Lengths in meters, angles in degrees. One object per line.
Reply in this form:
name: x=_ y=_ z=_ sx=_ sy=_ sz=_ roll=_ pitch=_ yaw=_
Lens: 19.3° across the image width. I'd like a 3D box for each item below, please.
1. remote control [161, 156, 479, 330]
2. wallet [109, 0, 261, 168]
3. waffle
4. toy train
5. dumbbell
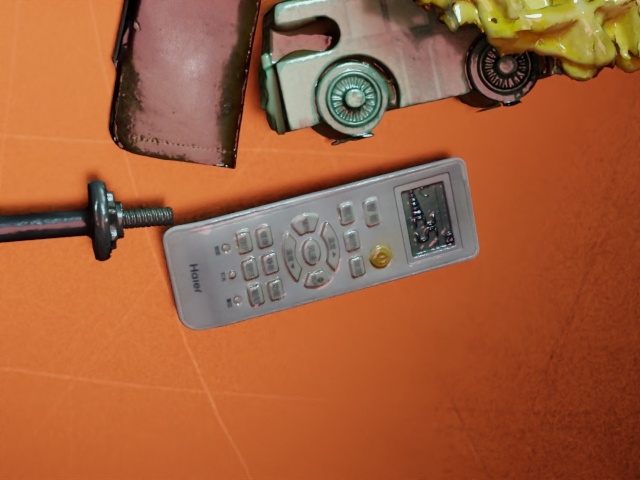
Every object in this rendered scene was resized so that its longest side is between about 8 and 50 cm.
remote control: x=0.000 y=0.000 z=1.876 sx=0.313 sy=0.055 sz=0.109 roll=-14 pitch=108 yaw=-12
wallet: x=-0.128 y=-0.204 z=1.828 sx=0.137 sy=0.031 sz=0.255 roll=9 pitch=96 yaw=-8
waffle: x=0.206 y=-0.339 z=1.761 sx=0.382 sy=0.095 sz=0.379 roll=24 pitch=67 yaw=-13
toy train: x=0.094 y=-0.188 z=1.823 sx=0.326 sy=0.129 sz=0.159 roll=-12 pitch=95 yaw=-7
dumbbell: x=-0.268 y=-0.013 z=1.809 sx=0.254 sy=0.081 sz=0.081 roll=-4 pitch=100 yaw=-10
